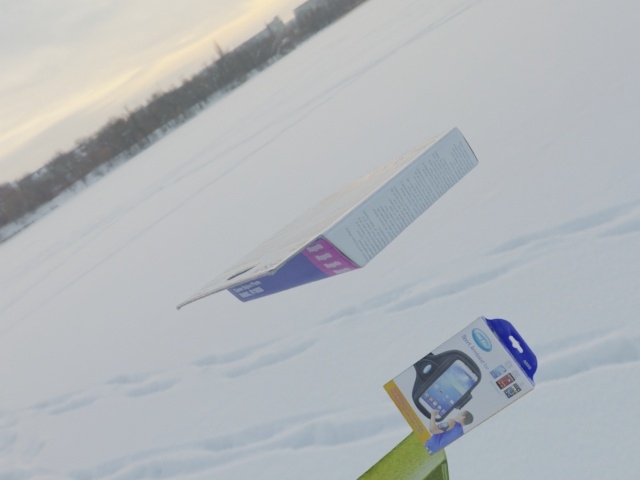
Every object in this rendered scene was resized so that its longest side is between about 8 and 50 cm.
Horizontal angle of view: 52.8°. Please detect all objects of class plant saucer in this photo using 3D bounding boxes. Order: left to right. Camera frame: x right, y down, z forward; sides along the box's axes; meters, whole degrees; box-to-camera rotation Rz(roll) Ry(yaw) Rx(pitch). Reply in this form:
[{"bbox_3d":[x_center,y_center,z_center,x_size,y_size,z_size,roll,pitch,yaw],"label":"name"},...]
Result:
[{"bbox_3d":[0.109,0.353,0.812,0.188,0.188,0.045,-26,26,-39],"label":"plant saucer"}]

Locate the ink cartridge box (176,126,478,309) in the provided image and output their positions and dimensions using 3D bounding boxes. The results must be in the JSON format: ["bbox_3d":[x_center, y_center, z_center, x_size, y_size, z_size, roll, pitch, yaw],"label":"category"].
[{"bbox_3d":[0.000,0.000,0.856,0.330,0.071,0.324,-40,9,-30],"label":"ink cartridge box"}]

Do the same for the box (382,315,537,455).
[{"bbox_3d":[0.137,0.134,0.618,0.136,0.081,0.028,-40,-16,17],"label":"box"}]
